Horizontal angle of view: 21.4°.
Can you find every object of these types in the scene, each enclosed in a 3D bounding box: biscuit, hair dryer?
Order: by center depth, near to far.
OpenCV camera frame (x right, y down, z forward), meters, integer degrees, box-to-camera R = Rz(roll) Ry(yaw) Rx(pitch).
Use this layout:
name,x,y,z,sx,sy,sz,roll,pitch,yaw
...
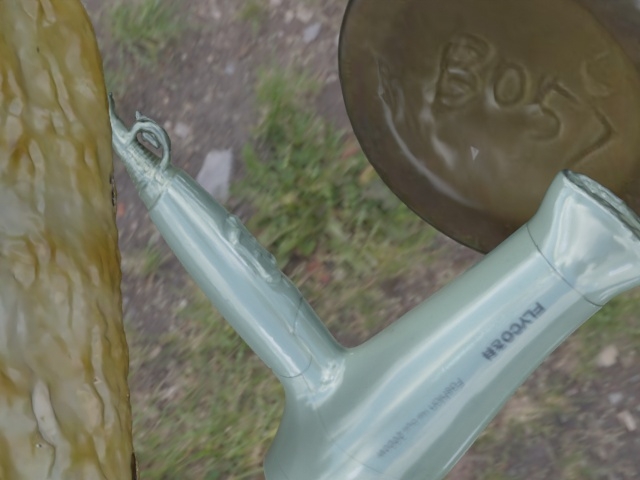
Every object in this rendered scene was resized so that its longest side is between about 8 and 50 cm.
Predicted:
name,x,y,z,sx,sy,sz,roll,pitch,yaw
biscuit,-0.095,0.005,0.446,0.118,0.029,0.247,15,58,-43
hair dryer,0.000,0.000,0.757,0.237,0.075,0.206,41,111,-6

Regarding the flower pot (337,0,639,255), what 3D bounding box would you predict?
name,x,y,z,sx,sy,sz,roll,pitch,yaw
flower pot,0.150,-0.131,0.915,0.266,0.266,0.267,45,42,0
